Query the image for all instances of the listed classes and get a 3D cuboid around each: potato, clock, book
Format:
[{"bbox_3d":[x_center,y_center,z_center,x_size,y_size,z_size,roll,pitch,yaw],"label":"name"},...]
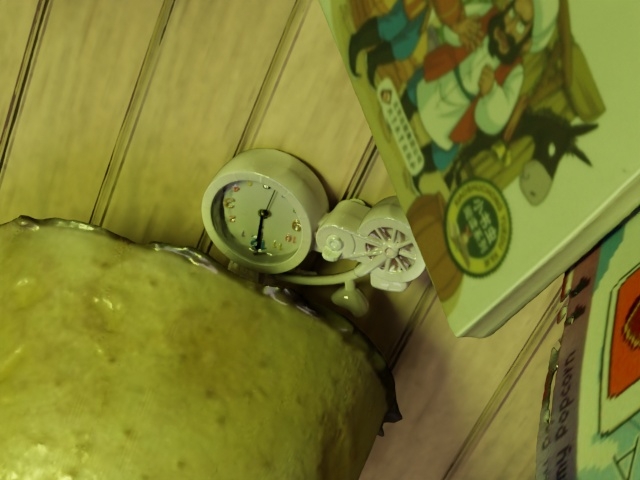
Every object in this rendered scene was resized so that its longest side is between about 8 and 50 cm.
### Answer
[{"bbox_3d":[-0.117,0.126,0.897,0.285,0.242,0.242,16,130,9],"label":"potato"},{"bbox_3d":[0.000,0.000,0.895,0.129,0.041,0.087,13,126,17],"label":"clock"},{"bbox_3d":[0.104,-0.113,0.690,0.027,0.202,0.264,5,143,-38],"label":"book"}]

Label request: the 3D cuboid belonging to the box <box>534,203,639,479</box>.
[{"bbox_3d":[0.290,0.003,0.603,0.257,0.318,0.348,33,131,-12],"label":"box"}]
